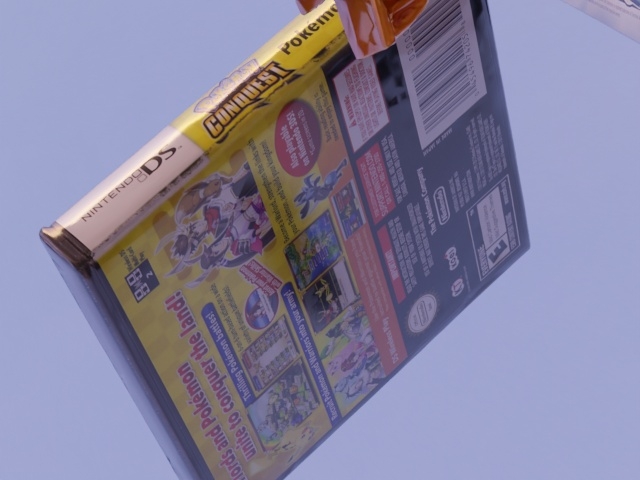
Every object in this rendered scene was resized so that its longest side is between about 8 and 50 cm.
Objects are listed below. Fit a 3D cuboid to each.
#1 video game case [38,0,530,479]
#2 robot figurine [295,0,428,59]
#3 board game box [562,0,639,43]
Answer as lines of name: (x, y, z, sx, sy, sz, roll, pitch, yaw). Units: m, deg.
video game case: (0.000, 0.000, 0.919, 0.248, 0.275, 0.035, -42, -123, -16)
robot figurine: (0.092, -0.172, 0.403, 0.085, 0.211, 0.291, 45, -100, -10)
board game box: (0.175, -0.235, 0.765, 0.086, 0.308, 0.301, -2, -74, -6)
